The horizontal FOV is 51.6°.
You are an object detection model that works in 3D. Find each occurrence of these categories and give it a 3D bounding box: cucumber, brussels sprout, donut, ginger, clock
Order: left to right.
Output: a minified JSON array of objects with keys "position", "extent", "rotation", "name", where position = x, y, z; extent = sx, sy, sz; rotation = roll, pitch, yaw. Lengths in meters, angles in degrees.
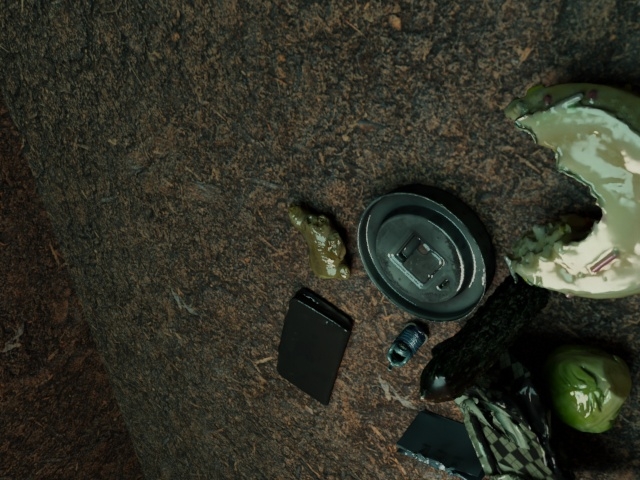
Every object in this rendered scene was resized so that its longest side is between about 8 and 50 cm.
[{"position":[0.004,0.000,1.569],"extent":[0.137,0.074,0.213],"rotation":[-15,101,47],"name":"ginger"},{"position":[0.218,0.027,1.394],"extent":[0.312,0.061,0.312],"rotation":[23,131,29],"name":"clock"},{"position":[0.296,0.176,1.203],"extent":[0.096,0.359,0.096],"rotation":[27,134,32],"name":"cucumber"},{"position":[0.493,0.273,1.248],"extent":[0.144,0.161,0.180],"rotation":[12,138,-14],"name":"brussels sprout"},{"position":[0.447,-0.075,1.045],"extent":[0.307,0.150,0.371],"rotation":[14,126,35],"name":"donut"}]

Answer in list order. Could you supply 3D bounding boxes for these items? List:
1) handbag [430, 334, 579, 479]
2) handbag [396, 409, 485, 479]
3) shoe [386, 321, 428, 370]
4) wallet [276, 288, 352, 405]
[{"position":[0.404,0.398,1.318],"extent":[0.416,0.180,0.317],"rotation":[61,175,-9],"name":"handbag"},{"position":[0.305,0.493,1.581],"extent":[0.221,0.144,0.057],"rotation":[14,120,38],"name":"handbag"},{"position":[0.200,0.249,1.562],"extent":[0.064,0.071,0.143],"rotation":[41,133,12],"name":"shoe"},{"position":[-0.027,0.303,1.824],"extent":[0.197,0.051,0.377],"rotation":[31,136,19],"name":"wallet"}]
